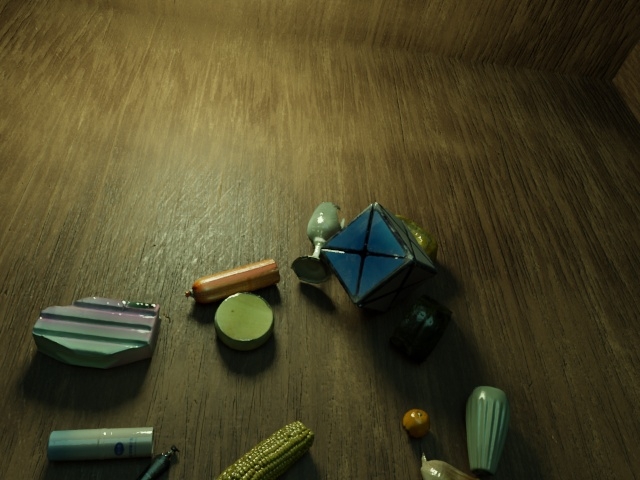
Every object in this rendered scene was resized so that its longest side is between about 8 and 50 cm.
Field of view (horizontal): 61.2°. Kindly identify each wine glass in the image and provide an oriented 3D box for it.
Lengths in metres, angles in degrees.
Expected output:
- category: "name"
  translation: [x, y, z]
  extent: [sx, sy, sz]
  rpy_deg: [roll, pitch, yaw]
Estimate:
- category: "wine glass"
  translation: [0.000, 0.000, 1.951]
  extent: [0.144, 0.143, 0.321]
  rpy_deg: [17, 49, 1]

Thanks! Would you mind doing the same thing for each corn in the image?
- category: "corn"
  translation: [-0.149, 0.592, 1.430]
  extent: [0.318, 0.115, 0.115]
  rpy_deg: [-29, 62, -32]

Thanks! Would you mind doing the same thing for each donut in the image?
- category: "donut"
  translation: [0.305, 0.022, 2.010]
  extent: [0.262, 0.128, 0.208]
  rpy_deg: [29, 50, 14]

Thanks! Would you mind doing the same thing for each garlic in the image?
- category: "garlic"
  translation: [0.350, 0.667, 1.509]
  extent: [0.198, 0.090, 0.128]
  rpy_deg: [25, 34, 17]

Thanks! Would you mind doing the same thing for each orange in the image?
- category: "orange"
  translation: [0.284, 0.537, 1.596]
  extent: [0.084, 0.083, 0.083]
  rpy_deg: [7, 49, -8]

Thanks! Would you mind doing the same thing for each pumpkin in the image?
- category: "pumpkin"
  translation: [0.340, 0.293, 1.817]
  extent: [0.139, 0.190, 0.280]
  rpy_deg: [33, 8, 15]

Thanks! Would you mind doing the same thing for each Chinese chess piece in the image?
- category: "Chinese chess piece"
  translation: [-0.240, 0.257, 1.716]
  extent: [0.189, 0.083, 0.188]
  rpy_deg: [5, 52, -7]

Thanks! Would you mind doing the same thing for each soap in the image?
- category: "soap"
  translation: [-0.652, 0.270, 1.588]
  extent: [0.324, 0.109, 0.192]
  rpy_deg: [8, 48, -7]

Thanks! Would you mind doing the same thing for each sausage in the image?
- category: "sausage"
  translation: [-0.294, 0.140, 1.795]
  extent: [0.313, 0.092, 0.092]
  rpy_deg: [-15, 55, -23]

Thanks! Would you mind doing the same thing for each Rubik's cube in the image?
- category: "Rubik's cube"
  translation: [0.196, 0.069, 1.798]
  extent: [0.255, 0.259, 0.260]
  rpy_deg: [23, 34, -57]

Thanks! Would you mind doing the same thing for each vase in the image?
- category: "vase"
  translation: [0.489, 0.563, 1.598]
  extent: [0.129, 0.128, 0.247]
  rpy_deg: [16, 58, 1]

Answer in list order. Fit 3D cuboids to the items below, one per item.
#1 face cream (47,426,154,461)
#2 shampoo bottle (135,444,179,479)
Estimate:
- category: "face cream"
  translation: [-0.566, 0.529, 1.406]
  extent: [0.250, 0.077, 0.077]
  rpy_deg: [1, 50, -12]
- category: "shampoo bottle"
  translation: [-0.429, 0.595, 1.415]
  extent: [0.048, 0.027, 0.137]
  rpy_deg: [41, 52, 5]
